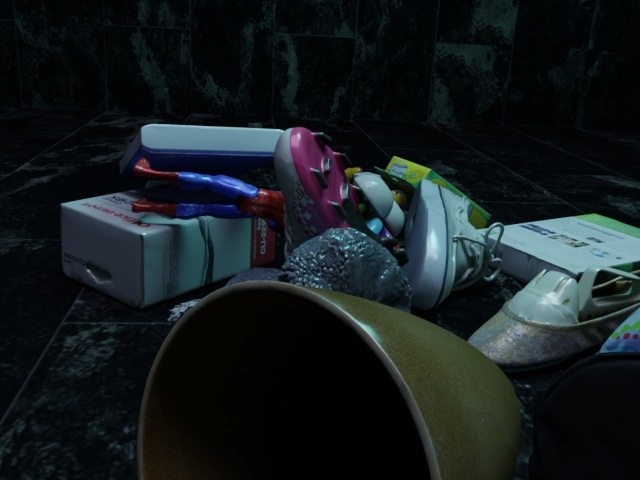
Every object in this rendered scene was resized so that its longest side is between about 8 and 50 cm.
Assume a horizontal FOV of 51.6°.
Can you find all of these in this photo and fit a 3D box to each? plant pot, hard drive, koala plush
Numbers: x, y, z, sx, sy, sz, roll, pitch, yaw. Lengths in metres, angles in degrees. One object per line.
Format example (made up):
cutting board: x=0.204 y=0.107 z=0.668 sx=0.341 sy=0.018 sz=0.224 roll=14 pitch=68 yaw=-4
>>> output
plant pot: x=0.042 y=0.148 z=0.484 sx=0.237 sy=0.237 sz=0.254 roll=18 pitch=8 yaw=37
hard drive: x=-0.202 y=-0.134 z=1.072 sx=0.210 sy=0.040 sz=0.319 roll=-1 pitch=-1 yaw=-22
koala plush: x=-0.033 y=0.083 z=0.707 sx=0.221 sy=0.203 sz=0.196 roll=4 pitch=14 yaw=44

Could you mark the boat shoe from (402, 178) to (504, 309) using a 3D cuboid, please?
boat shoe: x=0.214 y=0.012 z=1.033 sx=0.157 sy=0.135 sz=0.367 roll=17 pitch=21 yaw=2

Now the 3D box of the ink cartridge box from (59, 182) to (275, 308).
ink cartridge box: x=-0.231 y=-0.008 z=1.029 sx=0.197 sy=0.114 sz=0.273 roll=17 pitch=23 yaw=34

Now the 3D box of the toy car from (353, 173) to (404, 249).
toy car: x=0.060 y=0.001 z=1.005 sx=0.136 sy=0.159 sz=0.182 roll=57 pitch=5 yaw=26

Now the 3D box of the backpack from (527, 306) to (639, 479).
backpack: x=0.399 y=0.138 z=0.528 sx=0.356 sy=0.273 sz=0.290 roll=9 pitch=-1 yaw=-26

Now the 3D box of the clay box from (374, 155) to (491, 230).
clay box: x=0.218 y=-0.095 z=1.294 sx=0.222 sy=0.053 sz=0.127 roll=32 pitch=1 yaw=-34

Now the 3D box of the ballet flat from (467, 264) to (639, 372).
ballet flat: x=0.321 y=0.085 z=0.848 sx=0.316 sy=0.106 sz=0.107 roll=-7 pitch=21 yaw=-27

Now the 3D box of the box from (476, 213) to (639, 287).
box: x=0.459 y=0.022 z=1.149 sx=0.322 sy=0.058 sz=0.232 roll=-8 pitch=21 yaw=-27

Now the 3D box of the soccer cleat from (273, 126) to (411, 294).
soccer cleat: x=0.000 y=0.000 z=0.813 sx=0.143 sy=0.331 sz=0.116 roll=-15 pitch=51 yaw=20

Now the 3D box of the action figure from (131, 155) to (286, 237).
action figure: x=-0.104 y=-0.067 z=0.932 sx=0.281 sy=0.091 sz=0.139 roll=10 pitch=21 yaw=3

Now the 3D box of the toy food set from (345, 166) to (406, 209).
toy food set: x=0.100 y=-0.085 z=1.318 sx=0.105 sy=0.111 sz=0.232 roll=-11 pitch=21 yaw=-36
